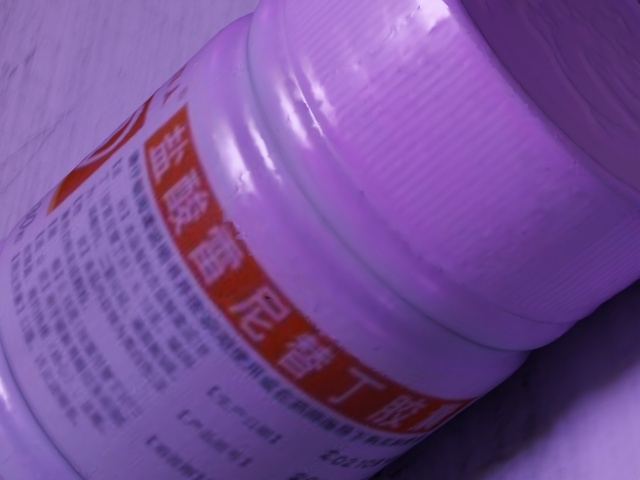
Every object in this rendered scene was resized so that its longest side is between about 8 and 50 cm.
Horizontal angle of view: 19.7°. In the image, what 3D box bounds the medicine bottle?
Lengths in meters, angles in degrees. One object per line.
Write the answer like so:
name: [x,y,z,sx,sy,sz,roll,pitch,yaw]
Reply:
medicine bottle: [0.000,0.000,0.836,0.316,0.202,0.202,-40,30,28]
